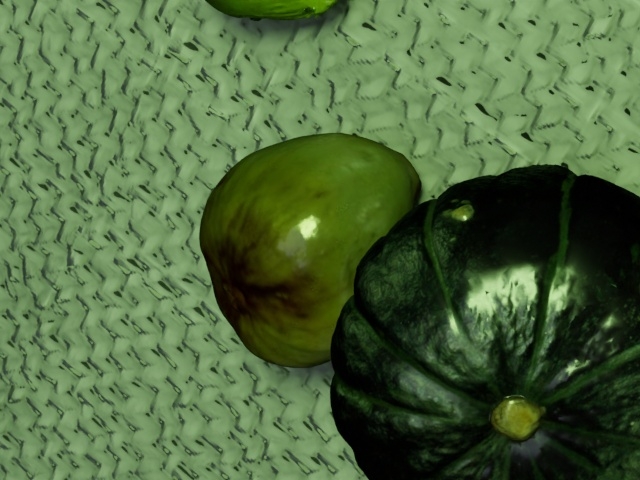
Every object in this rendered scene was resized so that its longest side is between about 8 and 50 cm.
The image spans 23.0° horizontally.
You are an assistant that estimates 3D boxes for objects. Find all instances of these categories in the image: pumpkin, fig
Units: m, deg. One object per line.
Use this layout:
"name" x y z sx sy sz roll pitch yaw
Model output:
"pumpkin" 0.115 0.067 0.859 0.221 0.162 0.220 4 108 13
"fig" -0.010 0.004 0.958 0.153 0.121 0.136 -39 73 37

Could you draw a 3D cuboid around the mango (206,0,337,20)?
"mango" -0.038 -0.211 0.937 0.119 0.100 0.178 -5 132 7
